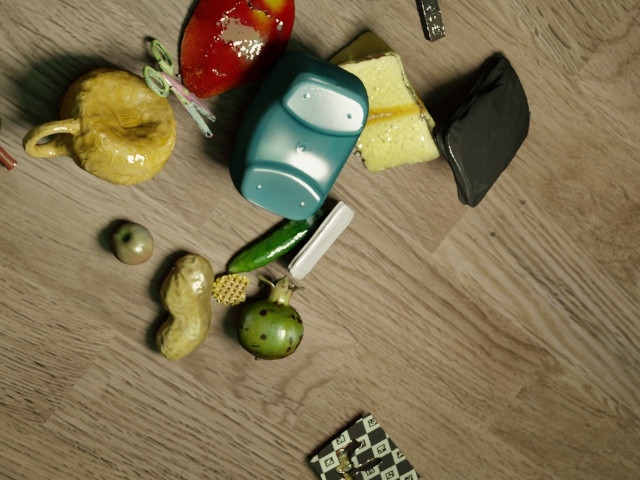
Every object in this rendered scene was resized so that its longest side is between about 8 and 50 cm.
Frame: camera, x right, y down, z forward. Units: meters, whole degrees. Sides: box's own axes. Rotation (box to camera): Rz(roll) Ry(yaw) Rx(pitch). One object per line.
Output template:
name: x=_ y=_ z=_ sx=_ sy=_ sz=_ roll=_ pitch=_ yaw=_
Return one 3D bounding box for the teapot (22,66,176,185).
teapot: x=-0.372 y=-0.180 z=1.738 sx=0.311 sy=0.203 sz=0.167 roll=-16 pitch=166 yaw=-43

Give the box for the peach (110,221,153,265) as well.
peach: x=-0.351 y=0.008 z=1.884 sx=0.083 sy=0.083 sz=0.083 roll=-11 pitch=117 yaw=-22

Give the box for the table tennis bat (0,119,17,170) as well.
table tennis bat: x=-0.579 y=-0.180 z=1.722 sx=0.098 sy=0.019 sz=0.155 roll=-42 pitch=121 yaw=-4

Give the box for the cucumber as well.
cucumber: x=-0.076 y=-0.001 z=2.032 sx=0.250 sy=0.056 sz=0.056 roll=-34 pitch=123 yaw=-8

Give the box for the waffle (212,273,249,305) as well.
waffle: x=-0.180 y=0.101 z=2.035 sx=0.078 sy=0.016 sz=0.085 roll=-4 pitch=130 yaw=-1

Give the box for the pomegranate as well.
pomegranate: x=-0.103 y=0.160 z=2.054 sx=0.148 sy=0.148 sz=0.169 roll=12 pitch=76 yaw=-30

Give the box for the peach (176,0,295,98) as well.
peach: x=-0.152 y=-0.359 z=1.822 sx=0.189 sy=0.068 sz=0.279 roll=34 pitch=95 yaw=-32

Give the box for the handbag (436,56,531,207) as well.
handbag: x=0.339 y=-0.227 z=2.056 sx=0.332 sy=0.075 sz=0.192 roll=-52 pitch=127 yaw=-38

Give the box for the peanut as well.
peanut: x=-0.263 y=0.133 z=1.977 sx=0.103 sy=0.098 sz=0.229 roll=13 pitch=111 yaw=13

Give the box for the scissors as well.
scissors: x=-0.246 y=-0.260 z=1.786 sx=0.020 sy=0.133 sz=0.187 roll=-25 pitch=127 yaw=23

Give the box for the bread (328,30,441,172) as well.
bread: x=0.135 y=-0.273 z=1.987 sx=0.142 sy=0.178 sz=0.266 roll=-58 pitch=134 yaw=-32

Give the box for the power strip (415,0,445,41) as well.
power strip: x=0.215 y=-0.447 z=1.985 sx=0.038 sy=0.029 sz=0.111 roll=-28 pitch=122 yaw=-12

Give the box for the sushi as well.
sushi: x=0.095 y=0.531 z=2.370 sx=0.192 sy=0.043 sz=0.279 roll=-39 pitch=124 yaw=-5

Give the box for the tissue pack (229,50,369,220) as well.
tissue pack: x=-0.044 y=-0.200 z=1.863 sx=0.198 sy=0.206 sz=0.287 roll=19 pitch=112 yaw=-20

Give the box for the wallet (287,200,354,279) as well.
wallet: x=0.000 y=0.000 z=2.048 sx=0.183 sy=0.032 sz=0.124 roll=-50 pitch=168 yaw=2
